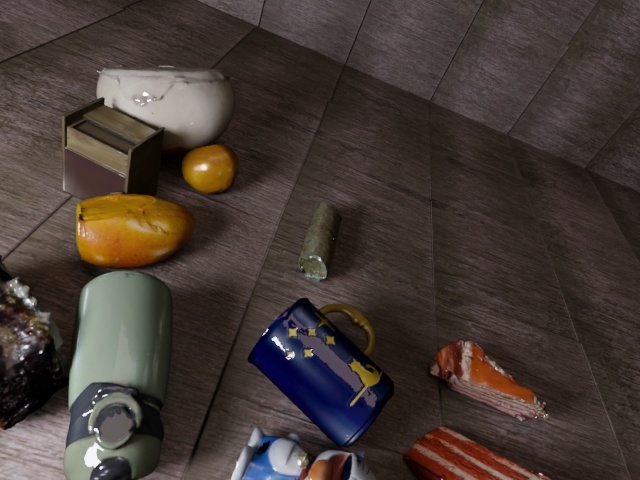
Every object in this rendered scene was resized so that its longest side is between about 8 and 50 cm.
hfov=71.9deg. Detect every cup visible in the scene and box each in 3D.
[{"bbox_3d":[0.033,0.235,0.892,0.256,0.178,0.255,40,69,14],"label":"cup"}]

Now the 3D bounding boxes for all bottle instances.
[{"bbox_3d":[-0.336,0.227,0.743,0.168,0.169,0.347,5,47,-23],"label":"bottle"}]

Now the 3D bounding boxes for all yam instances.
[{"bbox_3d":[0.000,0.000,1.224,0.093,0.093,0.259,21,40,-5],"label":"yam"}]

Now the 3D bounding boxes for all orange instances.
[{"bbox_3d":[-0.306,-0.198,1.241,0.158,0.136,0.159,-13,15,4],"label":"orange"}]

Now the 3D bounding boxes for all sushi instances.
[{"bbox_3d":[-0.559,0.134,0.705,0.343,0.197,0.182,40,35,16],"label":"sushi"}]

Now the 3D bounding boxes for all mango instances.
[{"bbox_3d":[-0.408,-0.023,1.001,0.256,0.138,0.187,1,37,-30],"label":"mango"}]

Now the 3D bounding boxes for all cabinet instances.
[{"bbox_3d":[-0.502,-0.200,1.078,0.174,0.215,0.148,26,40,0],"label":"cabinet"}]

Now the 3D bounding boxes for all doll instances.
[{"bbox_3d":[-0.020,0.401,0.730,0.256,0.161,0.215,26,14,4],"label":"doll"}]

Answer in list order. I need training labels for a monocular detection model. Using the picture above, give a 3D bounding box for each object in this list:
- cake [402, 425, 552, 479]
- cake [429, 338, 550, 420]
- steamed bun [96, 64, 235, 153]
[{"bbox_3d":[0.308,0.505,0.869,0.158,0.160,0.262,-18,21,-39],"label":"cake"},{"bbox_3d":[0.413,0.338,1.066,0.287,0.098,0.135,31,40,7],"label":"cake"},{"bbox_3d":[-0.432,-0.375,1.272,0.374,0.242,0.374,1,26,-1],"label":"steamed bun"}]
